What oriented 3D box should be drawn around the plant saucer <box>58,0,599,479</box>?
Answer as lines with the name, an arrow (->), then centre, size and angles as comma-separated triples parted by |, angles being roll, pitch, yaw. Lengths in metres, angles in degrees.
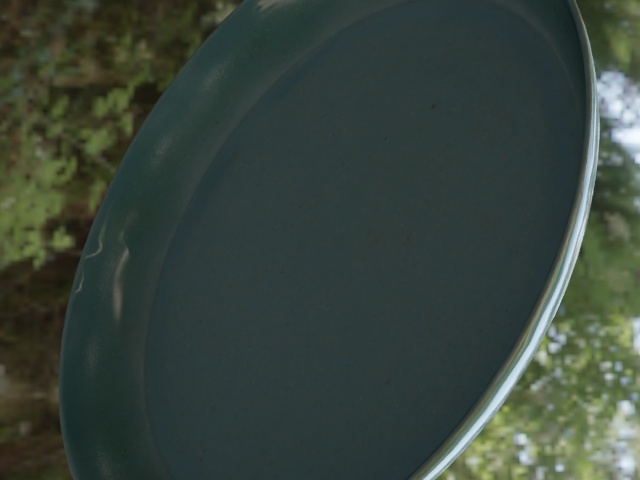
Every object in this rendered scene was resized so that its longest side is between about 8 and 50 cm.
plant saucer -> 0.000, 0.000, 0.704 | 0.318, 0.044, 0.317 | -27, -133, 34
